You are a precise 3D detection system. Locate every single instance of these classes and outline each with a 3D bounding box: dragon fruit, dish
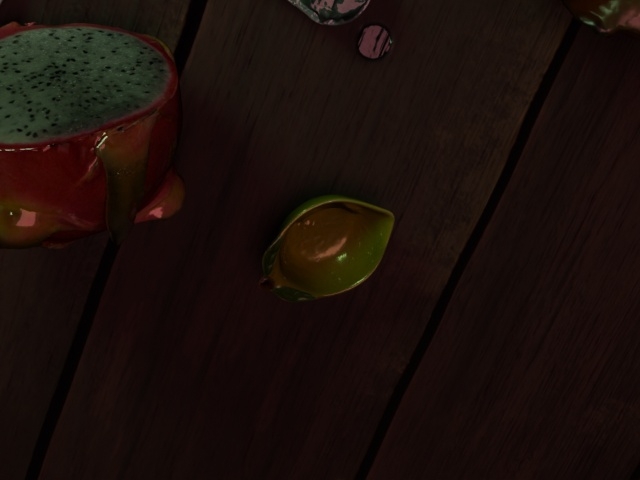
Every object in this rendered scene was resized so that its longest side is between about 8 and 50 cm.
[{"bbox_3d":[-0.293,-0.097,1.086,0.305,0.305,0.226,-6,130,-11],"label":"dragon fruit"},{"bbox_3d":[0.000,0.000,1.306,0.207,0.080,0.149,-25,120,-3],"label":"dish"}]

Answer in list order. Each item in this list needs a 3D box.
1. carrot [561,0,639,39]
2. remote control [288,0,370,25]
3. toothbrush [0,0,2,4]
[{"bbox_3d":[0.459,-0.377,1.159,0.241,0.241,0.341,32,105,-24],"label":"carrot"},{"bbox_3d":[-0.040,-0.360,1.152,0.247,0.052,0.104,34,103,-25],"label":"remote control"},{"bbox_3d":[-0.307,-0.408,1.079,0.025,0.030,0.342,27,105,-23],"label":"toothbrush"}]
